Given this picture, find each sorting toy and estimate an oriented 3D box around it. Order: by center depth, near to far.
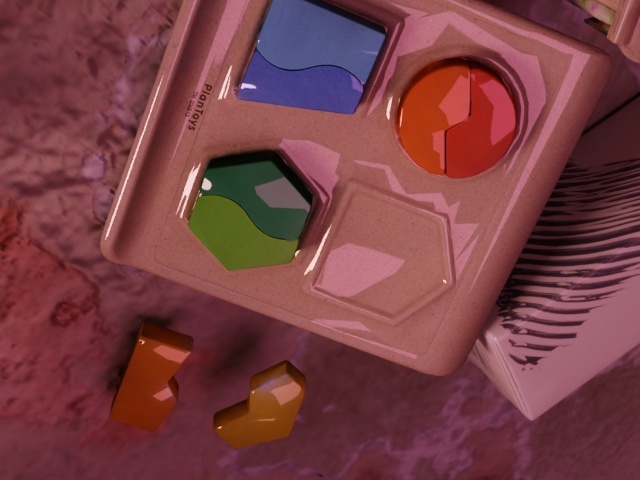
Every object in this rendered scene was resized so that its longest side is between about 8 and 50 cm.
[{"bbox_3d":[0.000,0.000,0.623,0.229,0.041,0.307,19,112,-11],"label":"sorting toy"}]

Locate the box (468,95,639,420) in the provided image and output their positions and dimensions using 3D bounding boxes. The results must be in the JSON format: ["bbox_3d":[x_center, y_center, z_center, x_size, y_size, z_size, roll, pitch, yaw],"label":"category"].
[{"bbox_3d":[0.207,-0.012,0.742,0.275,0.113,0.094,-36,130,-6],"label":"box"}]

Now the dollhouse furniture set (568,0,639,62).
[{"bbox_3d":[0.132,-0.144,0.559,0.161,0.182,0.101,-2,121,-30],"label":"dollhouse furniture set"}]
